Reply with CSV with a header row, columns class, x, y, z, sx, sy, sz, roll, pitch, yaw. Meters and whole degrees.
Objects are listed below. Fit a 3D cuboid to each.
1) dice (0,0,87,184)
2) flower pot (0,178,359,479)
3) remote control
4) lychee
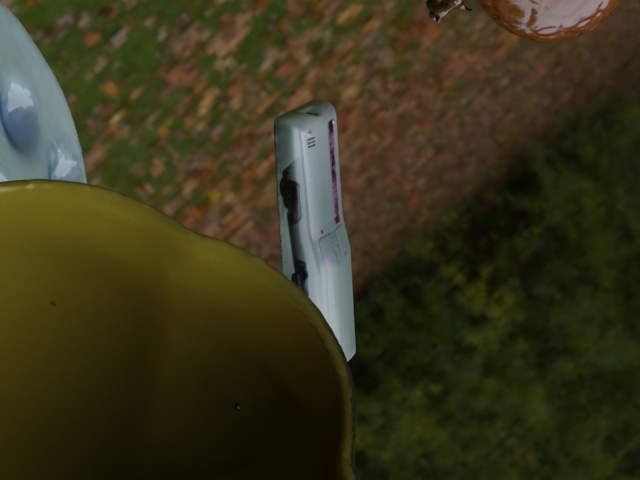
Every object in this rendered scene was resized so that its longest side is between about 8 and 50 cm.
class,x,y,z,sx,sy,sz,roll,pitch,yaw
dice,-0.342,-0.032,1.157,0.262,0.265,0.268,-10,136,17
flower pot,-0.089,0.109,0.489,0.195,0.195,0.179,-37,155,-29
remote control,0.000,0.000,0.954,0.065,0.029,0.166,-32,123,-59
lychee,0.104,-0.142,0.765,0.140,0.101,0.114,-54,168,31
